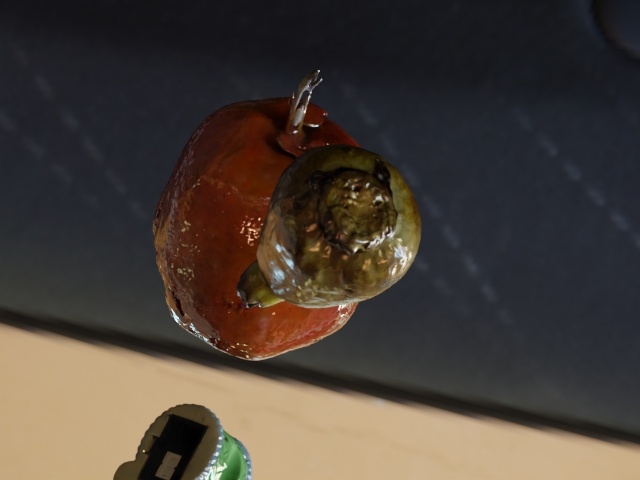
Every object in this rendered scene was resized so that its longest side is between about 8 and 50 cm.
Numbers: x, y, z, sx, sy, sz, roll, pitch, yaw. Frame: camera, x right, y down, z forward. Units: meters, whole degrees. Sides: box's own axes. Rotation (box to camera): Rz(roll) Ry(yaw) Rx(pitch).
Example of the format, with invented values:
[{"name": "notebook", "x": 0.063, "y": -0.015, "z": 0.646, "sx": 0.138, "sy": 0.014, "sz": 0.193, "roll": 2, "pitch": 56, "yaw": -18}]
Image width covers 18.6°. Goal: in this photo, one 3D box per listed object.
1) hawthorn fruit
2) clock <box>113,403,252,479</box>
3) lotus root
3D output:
[{"name": "hawthorn fruit", "x": -0.041, "y": -0.036, "z": 1.734, "sx": 0.211, "sy": 0.211, "sz": 0.299, "roll": 16, "pitch": 135, "yaw": 3}, {"name": "clock", "x": -0.138, "y": 0.285, "z": 2.003, "sx": 0.100, "sy": 0.194, "sz": 0.195, "roll": 18, "pitch": 153, "yaw": 24}, {"name": "lotus root", "x": 0.000, "y": 0.000, "z": 1.359, "sx": 0.108, "sy": 0.094, "sz": 0.191, "roll": 53, "pitch": 152, "yaw": 1}]
